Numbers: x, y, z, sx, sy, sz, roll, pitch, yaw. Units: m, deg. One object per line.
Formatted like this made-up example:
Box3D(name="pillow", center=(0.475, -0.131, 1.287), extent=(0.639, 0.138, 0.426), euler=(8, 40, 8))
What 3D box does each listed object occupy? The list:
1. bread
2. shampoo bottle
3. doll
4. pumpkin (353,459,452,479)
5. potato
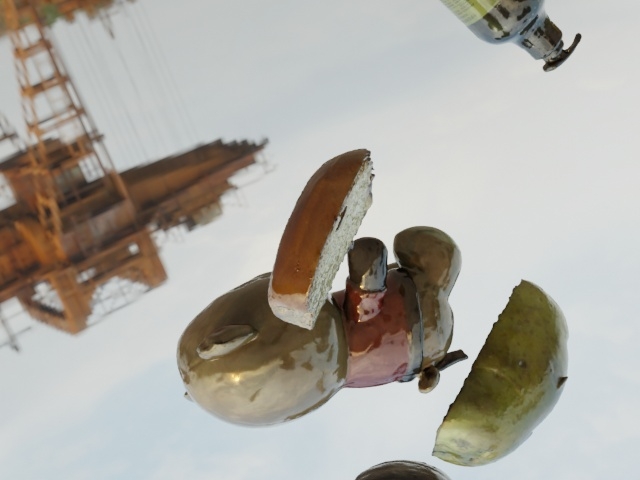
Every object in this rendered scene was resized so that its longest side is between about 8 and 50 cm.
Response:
Box3D(name="bread", center=(0.000, 0.000, 0.820), extent=(0.044, 0.126, 0.129), euler=(18, -110, 10))
Box3D(name="shampoo bottle", center=(0.189, -0.304, 1.307), extent=(0.101, 0.284, 0.101), euler=(-46, -166, 15))
Box3D(name="doll", center=(0.009, 0.108, 1.205), extent=(0.330, 0.174, 0.235), euler=(-13, 161, -17))
Box3D(name="pumpkin", center=(0.165, 0.486, 1.745), extent=(0.296, 0.296, 0.296), euler=(-19, -160, 7))
Box3D(name="potato", center=(0.236, 0.176, 1.360), extent=(0.111, 0.160, 0.271), euler=(25, -127, 14))
